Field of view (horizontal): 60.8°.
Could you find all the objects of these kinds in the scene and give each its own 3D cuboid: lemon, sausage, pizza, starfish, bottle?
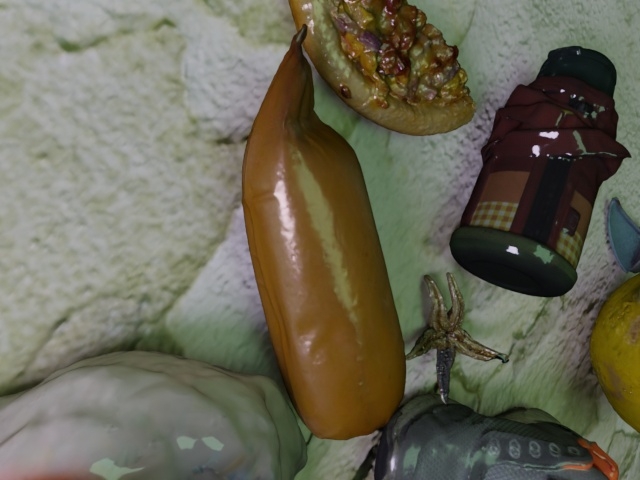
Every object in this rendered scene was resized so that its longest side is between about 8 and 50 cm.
[{"bbox_3d":[0.507,0.159,0.735,0.310,0.258,0.258,39,73,-23],"label":"lemon"},{"bbox_3d":[-0.003,0.001,0.442,0.112,0.112,0.328,-21,107,-32],"label":"sausage"},{"bbox_3d":[0.062,-0.169,0.496,0.246,0.058,0.127,43,71,-34],"label":"pizza"},{"bbox_3d":[0.147,0.112,0.597,0.130,0.041,0.133,24,79,-22],"label":"starfish"},{"bbox_3d":[0.252,-0.080,0.592,0.156,0.143,0.271,33,75,-34],"label":"bottle"}]

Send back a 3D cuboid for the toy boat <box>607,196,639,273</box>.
[{"bbox_3d":[0.453,-0.012,0.817,0.122,0.034,0.096,34,76,-24],"label":"toy boat"}]

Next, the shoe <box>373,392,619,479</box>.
[{"bbox_3d":[0.215,0.258,0.587,0.336,0.171,0.132,15,87,-36],"label":"shoe"}]

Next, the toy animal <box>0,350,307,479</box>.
[{"bbox_3d":[-0.107,0.194,0.352,0.308,0.188,0.266,44,62,-27],"label":"toy animal"}]
